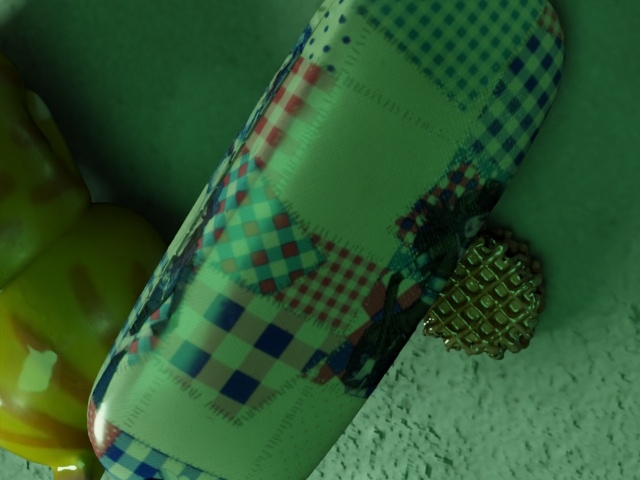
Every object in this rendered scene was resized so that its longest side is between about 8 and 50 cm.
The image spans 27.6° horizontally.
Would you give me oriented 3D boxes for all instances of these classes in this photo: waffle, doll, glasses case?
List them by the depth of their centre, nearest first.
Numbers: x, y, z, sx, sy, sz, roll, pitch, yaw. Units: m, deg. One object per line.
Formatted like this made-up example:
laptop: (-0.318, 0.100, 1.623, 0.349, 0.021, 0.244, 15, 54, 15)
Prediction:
glasses case: (0.000, 0.000, 0.653, 0.125, 0.076, 0.327, 27, 102, -24)
waffle: (0.085, 0.029, 0.708, 0.075, 0.029, 0.083, 14, 119, 20)
doll: (-0.186, 0.004, 0.739, 0.166, 0.162, 0.269, -43, 102, 7)
